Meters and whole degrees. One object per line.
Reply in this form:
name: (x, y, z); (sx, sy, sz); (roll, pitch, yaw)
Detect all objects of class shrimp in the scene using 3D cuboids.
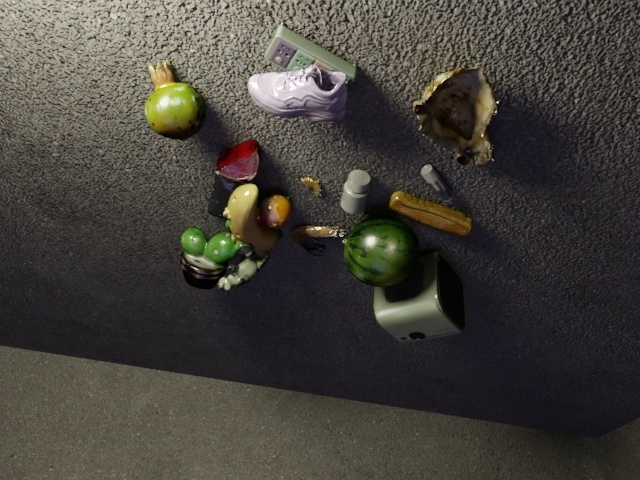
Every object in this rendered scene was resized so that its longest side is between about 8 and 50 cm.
shrimp: (0.000, 0.000, 1.793); (0.219, 0.046, 0.152); (-4, 142, 22)

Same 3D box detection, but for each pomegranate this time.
pomegranate: (-0.382, -0.358, 1.315); (0.159, 0.159, 0.205); (-6, 117, 19)

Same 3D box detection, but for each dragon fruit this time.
dragon fruit: (-0.226, -0.227, 1.495); (0.147, 0.102, 0.096); (-16, 140, 22)

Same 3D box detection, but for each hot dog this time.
hot dog: (0.348, -0.087, 1.594); (0.286, 0.061, 0.088); (22, 138, -16)

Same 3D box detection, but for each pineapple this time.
pineapple: (-0.020, -0.172, 1.588); (0.045, 0.019, 0.083); (-17, 134, 34)

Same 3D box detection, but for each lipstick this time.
lipstick: (0.347, -0.167, 1.505); (0.040, 0.040, 0.141); (-19, 136, 32)

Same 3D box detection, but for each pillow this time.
pillow: (-0.297, -0.136, 1.666); (0.141, 0.055, 0.208); (22, 141, -6)

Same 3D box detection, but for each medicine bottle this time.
medicine bottle: (0.109, -0.148, 1.543); (0.080, 0.080, 0.130); (9, 143, -1)

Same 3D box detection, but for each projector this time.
projector: (0.364, 0.210, 1.836); (0.249, 0.248, 0.248); (-20, 135, 33)

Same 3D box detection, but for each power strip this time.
power strip: (-0.035, -0.417, 1.236); (0.216, 0.061, 0.145); (24, 148, -20)

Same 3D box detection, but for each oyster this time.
oyster: (0.362, -0.292, 1.257); (0.198, 0.133, 0.337); (-19, 138, 29)

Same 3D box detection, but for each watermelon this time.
watermelon: (0.196, 0.033, 1.644); (0.242, 0.242, 0.242); (5, 144, 4)

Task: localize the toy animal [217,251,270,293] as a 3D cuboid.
toy animal: (-0.293, 0.115, 1.883); (0.094, 0.225, 0.121); (42, 137, -2)

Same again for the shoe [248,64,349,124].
shoe: (-0.048, -0.359, 1.193); (0.245, 0.095, 0.137); (12, 151, -6)

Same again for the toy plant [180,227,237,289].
toy plant: (-0.415, 0.059, 1.870); (0.218, 0.175, 0.235); (17, 118, -2)

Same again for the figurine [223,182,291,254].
figurine: (-0.194, -0.073, 1.631); (0.222, 0.124, 0.324); (-17, 150, -10)
